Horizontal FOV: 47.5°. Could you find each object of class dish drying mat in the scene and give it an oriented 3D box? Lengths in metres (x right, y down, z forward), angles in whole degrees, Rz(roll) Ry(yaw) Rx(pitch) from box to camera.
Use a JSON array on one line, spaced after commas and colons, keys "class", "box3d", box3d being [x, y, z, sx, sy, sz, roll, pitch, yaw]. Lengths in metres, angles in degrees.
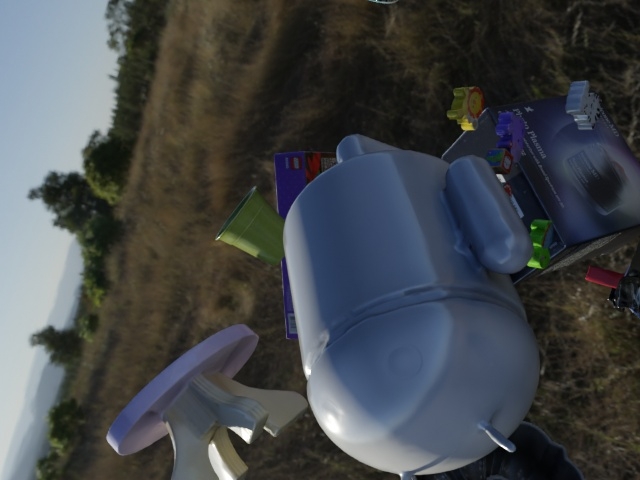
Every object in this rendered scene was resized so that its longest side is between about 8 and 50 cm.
[{"class": "dish drying mat", "box3d": [0.557, 0.073, 1.402, 0.008, 0.083, 0.032, -43, -34, -65]}]

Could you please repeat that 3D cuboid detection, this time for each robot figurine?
[{"class": "robot figurine", "box3d": [0.076, 0.058, 0.671, 0.300, 0.199, 0.354, -56, 32, 39]}]

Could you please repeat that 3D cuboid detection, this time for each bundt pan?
[{"class": "bundt pan", "box3d": [0.322, 0.493, 1.360, 0.331, 0.330, 0.124, -96, 5, -48]}]

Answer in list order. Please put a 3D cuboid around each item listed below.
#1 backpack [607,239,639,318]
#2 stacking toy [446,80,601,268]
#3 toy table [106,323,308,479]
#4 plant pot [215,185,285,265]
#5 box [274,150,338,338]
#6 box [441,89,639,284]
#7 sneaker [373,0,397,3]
[{"class": "backpack", "box3d": [0.612, 0.053, 1.168, 0.263, 0.213, 0.277, -57, -23, -66]}, {"class": "stacking toy", "box3d": [0.204, -0.077, 0.817, 0.167, 0.052, 0.221, 8, 74, 44]}, {"class": "toy table", "box3d": [-0.155, 0.261, 1.080, 0.274, 0.161, 0.252, -39, -21, -26]}, {"class": "plant pot", "box3d": [-0.073, -0.011, 0.897, 0.083, 0.079, 0.083, -50, 10, 12]}, {"class": "box", "box3d": [0.000, 0.000, 1.211, 0.201, 0.057, 0.294, -15, -78, -67]}, {"class": "box", "box3d": [0.445, -0.108, 1.389, 0.296, 0.294, 0.183, 66, 149, 18]}, {"class": "sneaker", "box3d": [0.079, -0.565, 1.488, 0.104, 0.262, 0.125, -59, -21, 19]}]
